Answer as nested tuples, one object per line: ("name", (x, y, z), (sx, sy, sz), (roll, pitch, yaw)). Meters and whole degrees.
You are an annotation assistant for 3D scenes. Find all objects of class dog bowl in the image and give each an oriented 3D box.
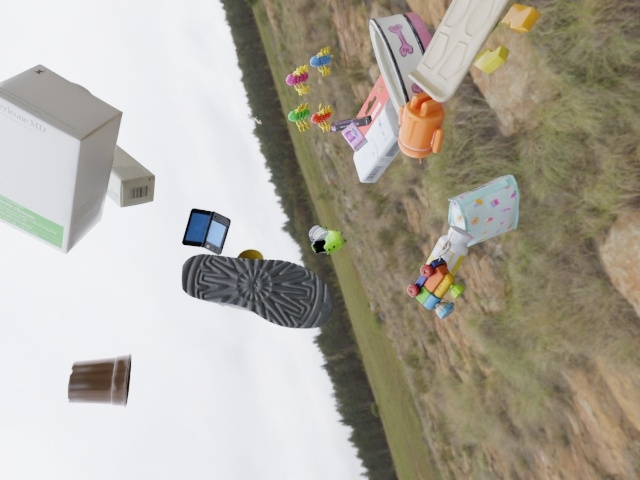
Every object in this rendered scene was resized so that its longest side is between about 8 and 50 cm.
("dog bowl", (0.312, -0.600, 1.512), (0.408, 0.150, 0.409), (-21, -90, -82))

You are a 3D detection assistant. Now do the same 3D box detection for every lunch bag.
("lunch bag", (0.587, -0.116, 1.552), (0.262, 0.223, 0.160), (59, -170, -57))

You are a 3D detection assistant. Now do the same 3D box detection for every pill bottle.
("pill bottle", (0.431, 0.048, 1.448), (0.103, 0.103, 0.184), (-88, 20, -66))

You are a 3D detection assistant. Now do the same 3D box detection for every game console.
("game console", (-0.404, -0.029, 1.526), (0.085, 0.124, 0.144), (-15, -52, -67))

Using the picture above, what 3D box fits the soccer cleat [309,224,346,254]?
("soccer cleat", (0.000, 0.000, 1.123), (0.060, 0.072, 0.178), (62, 161, -16))

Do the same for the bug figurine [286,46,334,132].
("bug figurine", (-0.030, -0.500, 1.451), (0.216, 0.072, 0.279), (-32, -45, -38))

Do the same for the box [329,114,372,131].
("box", (0.121, -0.468, 1.716), (0.116, 0.161, 0.029), (-65, -33, -64))

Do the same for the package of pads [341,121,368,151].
("package of pads", (0.105, -0.317, 1.319), (0.032, 0.050, 0.083), (28, -152, -56))

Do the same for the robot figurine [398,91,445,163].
("robot figurine", (0.311, -0.352, 1.343), (0.220, 0.157, 0.128), (93, -164, -49))

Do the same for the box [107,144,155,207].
("box", (-0.628, -0.211, 1.317), (0.113, 0.275, 0.094), (-19, -45, -45))

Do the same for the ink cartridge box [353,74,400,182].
("ink cartridge box", (0.233, -0.503, 1.932), (0.308, 0.091, 0.386), (125, 136, -52))

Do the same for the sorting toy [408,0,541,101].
("sorting toy", (0.284, -0.372, 0.812), (0.229, 0.041, 0.307), (-58, 24, 27))

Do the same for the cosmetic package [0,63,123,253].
("cosmetic package", (-0.596, -0.167, 0.963), (0.366, 0.196, 0.155), (-55, 10, 41))

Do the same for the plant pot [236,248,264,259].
("plant pot", (-0.340, 0.123, 2.104), (0.095, 0.134, 0.134), (93, 172, -52))

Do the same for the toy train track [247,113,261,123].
("toy train track", (-0.289, -0.540, 1.898), (0.083, 0.014, 0.048), (34, 176, 19))

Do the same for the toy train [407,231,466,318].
("toy train", (0.386, 0.115, 1.312), (0.143, 0.105, 0.248), (46, 129, 27))

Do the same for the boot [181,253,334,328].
("boot", (-0.144, 0.143, 1.186), (0.445, 0.366, 0.146), (90, -163, -78))

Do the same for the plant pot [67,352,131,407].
("plant pot", (-0.691, 0.440, 1.352), (0.167, 0.164, 0.167), (-175, 90, -70))
